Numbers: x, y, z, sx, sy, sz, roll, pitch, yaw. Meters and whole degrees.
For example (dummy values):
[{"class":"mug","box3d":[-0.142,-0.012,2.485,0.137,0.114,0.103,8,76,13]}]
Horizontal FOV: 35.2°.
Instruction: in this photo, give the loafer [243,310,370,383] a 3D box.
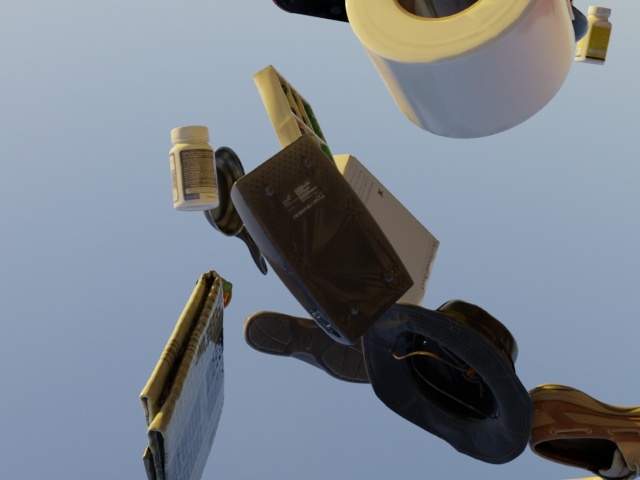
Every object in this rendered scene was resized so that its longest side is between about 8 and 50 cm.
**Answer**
[{"class":"loafer","box3d":[-0.006,0.197,1.972,0.302,0.109,0.095,18,-178,-11]}]

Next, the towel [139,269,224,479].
[{"class":"towel","box3d":[-0.208,0.260,1.540,0.056,0.312,0.324,9,-139,6]}]

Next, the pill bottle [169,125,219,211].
[{"class":"pill bottle","box3d":[-0.217,-0.122,1.723,0.078,0.137,0.078,-5,174,-1]}]

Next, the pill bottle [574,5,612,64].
[{"class":"pill bottle","box3d":[0.576,-0.430,2.122,0.065,0.116,0.065,8,-169,-2]}]

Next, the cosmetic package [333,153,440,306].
[{"class":"cosmetic package","box3d":[0.084,0.004,2.171,0.156,0.217,0.385,0,154,40]}]

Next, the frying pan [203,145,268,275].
[{"class":"frying pan","box3d":[-0.189,-0.076,2.255,0.053,0.326,0.197,-3,-118,22]}]

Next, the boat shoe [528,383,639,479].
[{"class":"boat shoe","box3d":[0.463,0.325,1.573,0.324,0.123,0.116,12,-139,0]}]

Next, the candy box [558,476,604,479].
[{"class":"candy box","box3d":[0.531,0.587,1.915,0.316,0.182,0.088,51,-133,-18]}]

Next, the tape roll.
[{"class":"tape roll","box3d":[0.170,-0.268,1.211,0.246,0.246,0.169,42,177,34]}]

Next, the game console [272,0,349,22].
[{"class":"game console","box3d":[0.103,-0.552,1.961,0.386,0.342,0.060,7,-125,-8]}]

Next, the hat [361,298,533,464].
[{"class":"hat","box3d":[0.213,0.181,1.548,0.331,0.331,0.134,31,-124,18]}]

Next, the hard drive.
[{"class":"hard drive","box3d":[0.000,0.000,1.333,0.255,0.054,0.172,54,-131,-5]}]

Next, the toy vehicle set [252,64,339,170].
[{"class":"toy vehicle set","box3d":[-0.015,-0.132,1.595,0.267,0.035,0.166,67,-166,21]}]

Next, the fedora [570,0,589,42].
[{"class":"fedora","box3d":[0.337,-0.474,1.809,0.334,0.153,0.334,22,176,2]}]

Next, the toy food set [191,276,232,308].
[{"class":"toy food set","box3d":[-0.229,0.111,2.144,0.083,0.020,0.083,18,-108,0]}]
